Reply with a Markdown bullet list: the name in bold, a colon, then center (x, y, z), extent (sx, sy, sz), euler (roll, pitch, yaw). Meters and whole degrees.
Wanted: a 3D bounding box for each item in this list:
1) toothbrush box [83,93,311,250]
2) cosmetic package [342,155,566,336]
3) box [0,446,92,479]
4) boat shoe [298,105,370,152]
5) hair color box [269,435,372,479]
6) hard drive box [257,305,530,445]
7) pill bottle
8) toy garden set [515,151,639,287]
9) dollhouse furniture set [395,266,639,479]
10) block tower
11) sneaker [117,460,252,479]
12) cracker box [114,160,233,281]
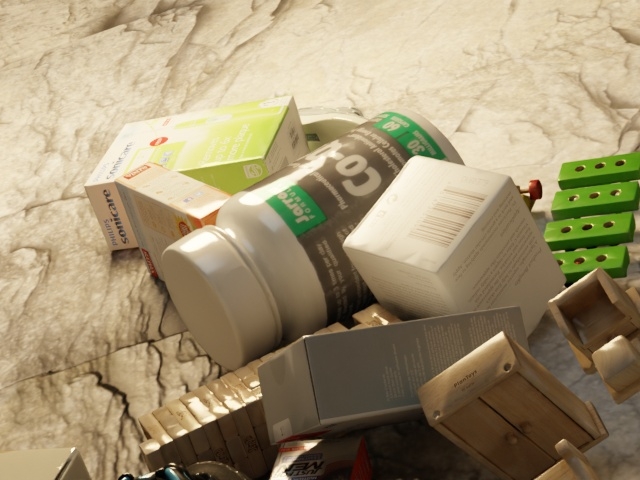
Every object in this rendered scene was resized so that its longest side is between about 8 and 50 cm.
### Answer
- **toothbrush box**: center (-0.176, -0.101, 2.176), extent (0.283, 0.122, 0.206), euler (-9, 29, 19)
- **cosmetic package**: center (0.154, 0.027, 1.661), extent (0.151, 0.183, 0.151), euler (17, 59, 45)
- **box**: center (-0.386, 0.311, 1.530), extent (0.311, 0.148, 0.121), euler (-4, 30, 20)
- **boat shoe**: center (0.025, -0.175, 2.239), extent (0.228, 0.079, 0.081), euler (8, 41, 44)
- **hair color box**: center (-0.009, 0.271, 1.484), extent (0.093, 0.053, 0.167), euler (-7, 31, 17)
- **hard drive box**: center (0.073, 0.138, 1.488), extent (0.232, 0.089, 0.181), euler (-7, -12, -18)
- **pill bottle**: center (0.000, 0.000, 1.807), extent (0.361, 0.204, 0.204), euler (-31, 31, -24)
- **toy garden set**: center (0.296, -0.011, 1.827), extent (0.204, 0.049, 0.244), euler (-7, 34, 25)
- **dollhouse furniture set**: center (0.235, 0.259, 1.286), extent (0.303, 0.174, 0.355), euler (-37, 43, 15)
- **block tower**: center (-0.039, 0.181, 1.616), extent (0.336, 0.091, 0.097), euler (-25, 22, -15)
- **sneaker**: center (-0.118, 0.253, 1.335), extent (0.125, 0.139, 0.341), euler (-23, 9, 3)
- **cracker box**: center (-0.174, -0.005, 1.963), extent (0.067, 0.155, 0.232), euler (-32, 32, -26)
